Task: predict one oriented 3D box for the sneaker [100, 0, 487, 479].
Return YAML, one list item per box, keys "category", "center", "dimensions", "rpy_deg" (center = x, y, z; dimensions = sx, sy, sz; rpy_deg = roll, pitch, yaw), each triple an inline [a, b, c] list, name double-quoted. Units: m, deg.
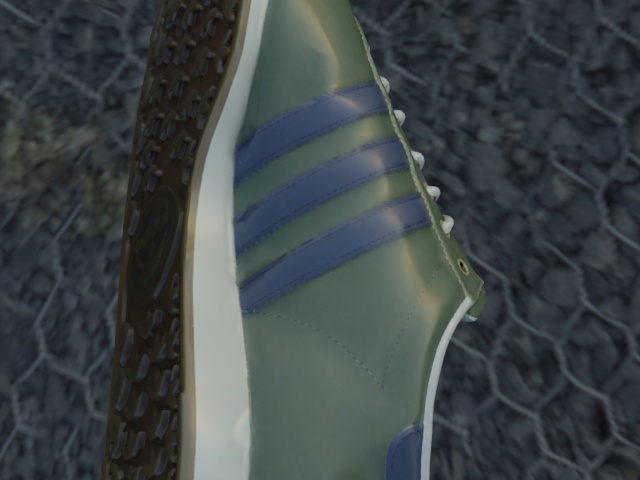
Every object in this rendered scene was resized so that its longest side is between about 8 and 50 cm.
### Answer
- category: "sneaker"
  center: [0.000, 0.000, 0.457]
  dimensions: [0.086, 0.064, 0.192]
  rpy_deg: [16, 61, -24]
